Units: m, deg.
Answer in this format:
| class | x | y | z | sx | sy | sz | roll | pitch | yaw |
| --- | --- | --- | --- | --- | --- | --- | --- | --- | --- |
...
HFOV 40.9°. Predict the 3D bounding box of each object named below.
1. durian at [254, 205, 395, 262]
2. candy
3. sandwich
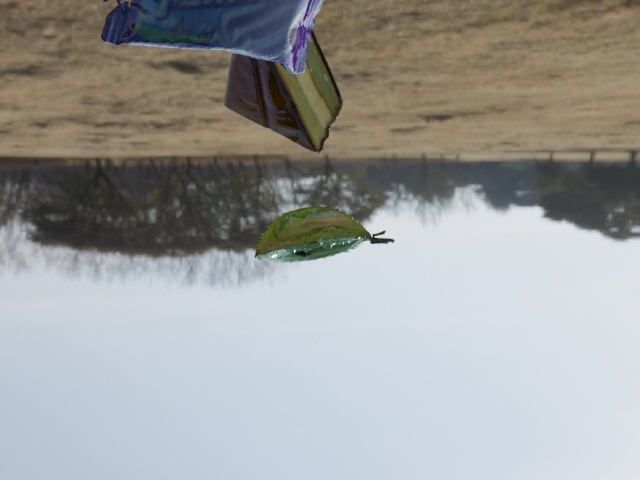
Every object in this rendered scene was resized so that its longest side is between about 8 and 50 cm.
| class | x | y | z | sx | sy | sz | roll | pitch | yaw |
| --- | --- | --- | --- | --- | --- | --- | --- | --- | --- |
| durian | 0.000 | 0.000 | 1.316 | 0.215 | 0.086 | 0.100 | -10 | -158 | -11 |
| candy | -0.090 | -0.252 | 0.872 | 0.275 | 0.145 | 0.070 | 0 | -156 | -41 |
| sandwich | -0.029 | -0.230 | 1.070 | 0.144 | 0.117 | 0.187 | 21 | 143 | 1 |
